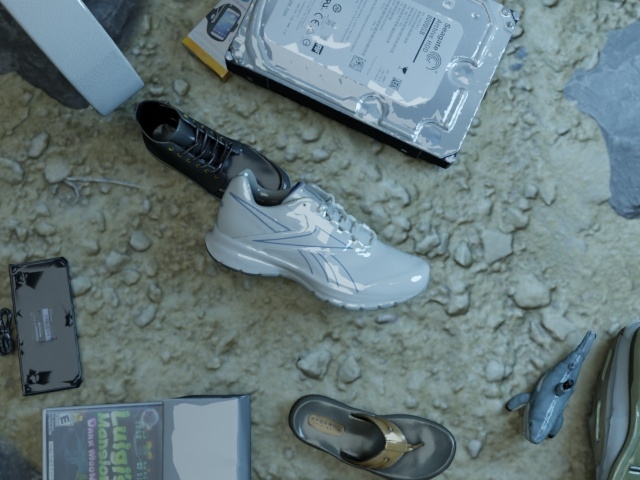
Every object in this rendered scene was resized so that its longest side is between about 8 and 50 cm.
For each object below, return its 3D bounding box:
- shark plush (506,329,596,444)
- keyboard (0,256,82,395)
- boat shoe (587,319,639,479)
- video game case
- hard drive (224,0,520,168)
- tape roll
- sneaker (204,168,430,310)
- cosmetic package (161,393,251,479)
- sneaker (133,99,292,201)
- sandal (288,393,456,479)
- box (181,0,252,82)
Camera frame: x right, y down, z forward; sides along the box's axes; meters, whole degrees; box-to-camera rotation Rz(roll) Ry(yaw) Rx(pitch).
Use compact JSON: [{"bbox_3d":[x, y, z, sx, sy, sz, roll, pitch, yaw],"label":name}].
[{"bbox_3d":[0.313,0.192,1.096,0.161,0.067,0.073,-44,82,-5],"label":"shark plush"},{"bbox_3d":[-0.385,0.117,1.158,0.108,0.023,0.180,-9,80,-6],"label":"keyboard"},{"bbox_3d":[0.396,0.250,1.067,0.113,0.103,0.302,15,81,-9],"label":"boat shoe"},{"bbox_3d":[-0.277,0.311,1.123,0.173,0.022,0.190,-3,81,1],"label":"video game case"},{"bbox_3d":[0.070,-0.271,1.167,0.339,0.064,0.236,26,83,0],"label":"hard drive"},{"bbox_3d":[-0.364,-0.322,1.042,0.072,0.392,0.392,-40,82,-5],"label":"tape roll"},{"bbox_3d":[0.000,0.000,1.096,0.297,0.111,0.129,16,114,3],"label":"sneaker"},{"bbox_3d":[-0.139,0.311,1.066,0.107,0.127,0.237,-4,79,2],"label":"cosmetic package"},{"bbox_3d":[-0.146,-0.109,1.134,0.222,0.118,0.083,23,83,6],"label":"sneaker"},{"bbox_3d":[0.064,0.252,1.100,0.219,0.060,0.089,19,82,5],"label":"sandal"},{"bbox_3d":[-0.120,-0.299,1.210,0.081,0.028,0.136,42,82,8],"label":"box"}]
